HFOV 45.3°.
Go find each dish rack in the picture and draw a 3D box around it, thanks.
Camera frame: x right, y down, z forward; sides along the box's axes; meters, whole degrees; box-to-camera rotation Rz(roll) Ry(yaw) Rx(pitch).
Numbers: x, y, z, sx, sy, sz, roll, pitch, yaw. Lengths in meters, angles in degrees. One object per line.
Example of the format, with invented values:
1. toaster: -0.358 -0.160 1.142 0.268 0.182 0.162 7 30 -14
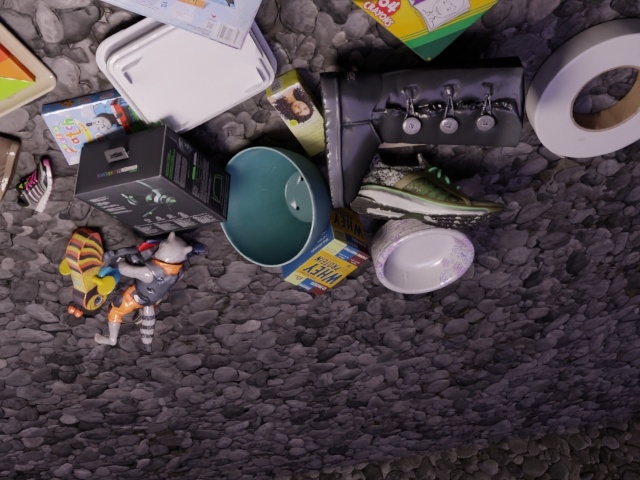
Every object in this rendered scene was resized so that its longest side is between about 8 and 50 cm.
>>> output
1. dish rack: -0.273 -0.364 1.641 0.333 0.072 0.285 -27 137 5

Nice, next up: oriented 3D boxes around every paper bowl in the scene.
1. paper bowl: 0.283 0.013 2.187 0.284 0.148 0.284 -8 140 -6

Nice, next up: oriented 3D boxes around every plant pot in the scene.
1. plant pot: -0.085 -0.097 1.906 0.290 0.290 0.195 -45 166 32

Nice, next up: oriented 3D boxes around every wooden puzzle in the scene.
1. wooden puzzle: -0.709 -0.355 1.586 0.221 0.044 0.238 -23 138 13

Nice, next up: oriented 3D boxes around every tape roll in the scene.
1. tape roll: 0.711 -0.369 1.916 0.392 0.072 0.392 -7 140 -6

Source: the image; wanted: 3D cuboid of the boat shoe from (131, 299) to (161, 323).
1. boat shoe: -0.517 0.186 2.258 0.049 0.056 0.152 28 116 -32

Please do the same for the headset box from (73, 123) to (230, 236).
1. headset box: -0.388 -0.132 1.772 0.246 0.131 0.283 -10 155 26

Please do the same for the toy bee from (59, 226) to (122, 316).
1. toy bee: -0.609 0.121 2.047 0.195 0.162 0.298 2 130 45

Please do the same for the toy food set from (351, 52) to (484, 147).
1. toy food set: 0.233 -0.338 1.830 0.306 0.092 0.219 -4 140 3

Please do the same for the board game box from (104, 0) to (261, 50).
1. board game box: -0.234 -0.551 1.407 0.319 0.066 0.318 14 118 -28

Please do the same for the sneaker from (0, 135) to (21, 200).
1. sneaker: -0.753 -0.169 1.789 0.071 0.066 0.188 24 125 -14

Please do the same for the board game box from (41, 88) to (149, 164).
1. board game box: -0.501 -0.262 1.751 0.212 0.039 0.160 -13 140 1

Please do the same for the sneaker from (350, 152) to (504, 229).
1. sneaker: 0.286 -0.140 1.977 0.410 0.182 0.158 8 168 -12

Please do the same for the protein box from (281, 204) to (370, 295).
1. protein box: 0.000 0.000 2.057 0.136 0.201 0.200 26 126 -37

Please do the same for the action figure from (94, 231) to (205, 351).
1. action figure: -0.413 0.113 2.000 0.341 0.178 0.330 -13 142 -50

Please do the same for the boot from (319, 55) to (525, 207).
1. boot: 0.233 -0.239 1.764 0.445 0.146 0.367 -6 135 -1

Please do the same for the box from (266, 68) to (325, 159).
1. box: -0.038 -0.295 1.818 0.087 0.058 0.232 -25 139 15

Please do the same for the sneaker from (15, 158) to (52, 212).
1. sneaker: -0.687 -0.131 1.835 0.075 0.063 0.170 5 142 -28

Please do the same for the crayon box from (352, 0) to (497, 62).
1. crayon box: 0.208 -0.573 1.522 0.363 0.106 0.313 27 126 -37
